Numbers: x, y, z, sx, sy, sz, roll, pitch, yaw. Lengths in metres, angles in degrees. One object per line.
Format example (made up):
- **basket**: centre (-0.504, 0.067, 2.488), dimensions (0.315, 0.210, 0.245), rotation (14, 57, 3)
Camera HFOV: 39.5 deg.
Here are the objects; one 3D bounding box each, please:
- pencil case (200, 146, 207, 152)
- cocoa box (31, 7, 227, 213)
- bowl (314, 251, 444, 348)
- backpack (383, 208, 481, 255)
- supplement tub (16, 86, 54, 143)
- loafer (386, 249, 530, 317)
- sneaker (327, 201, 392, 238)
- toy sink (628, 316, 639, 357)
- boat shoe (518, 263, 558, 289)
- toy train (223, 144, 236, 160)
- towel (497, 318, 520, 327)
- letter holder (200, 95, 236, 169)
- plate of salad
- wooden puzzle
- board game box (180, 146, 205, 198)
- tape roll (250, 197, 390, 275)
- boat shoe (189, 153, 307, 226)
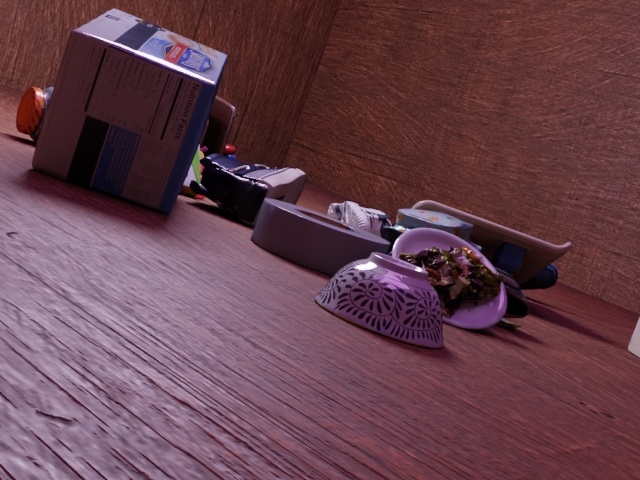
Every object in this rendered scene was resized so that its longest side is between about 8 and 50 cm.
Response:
- **pencil case**: centre (-0.365, -0.189, 1.887), dimensions (0.236, 0.104, 0.104), rotation (19, 5, 6)
- **cocoa box**: centre (-0.302, -0.225, 1.488), dimensions (0.228, 0.231, 0.347), rotation (20, 17, -9)
- **bowl**: centre (0.085, 0.064, 1.093), dimensions (0.170, 0.080, 0.170), rotation (20, 6, -2)
- **backpack**: centre (0.216, 0.017, 1.696), dimensions (0.166, 0.144, 0.188), rotation (17, 0, 32)
- **supplement tub**: centre (-0.490, -0.230, 1.751), dimensions (0.190, 0.117, 0.117), rotation (15, 8, -37)
- **loafer**: centre (0.228, 0.071, 1.446), dimensions (0.267, 0.096, 0.084), rotation (13, 18, -26)
- **sneaker**: centre (0.112, -0.029, 2.005), dimensions (0.153, 0.094, 0.235), rotation (9, -2, -15)
- **toy sink**: centre (0.719, 0.201, 1.697), dimensions (0.153, 0.131, 0.234), rotation (19, 6, -4)
- **boat shoe**: centre (0.458, 0.084, 2.213), dimensions (0.258, 0.109, 0.089), rotation (4, 10, 11)
- **toy train**: centre (-0.283, -0.194, 2.262), dimensions (0.143, 0.105, 0.248), rotation (1, 17, -41)
- **towel**: centre (0.297, 0.133, 1.512), dimensions (0.083, 0.009, 0.060), rotation (14, 7, -45)
- **letter holder**: centre (-0.366, -0.275, 2.111), dimensions (0.302, 0.214, 0.152), rotation (25, 8, 42)
- **plate of salad**: centre (0.202, 0.049, 1.356), dimensions (0.200, 0.048, 0.200), rotation (17, 43, -17)
- **wooden puzzle**: centre (0.345, 0.029, 1.993), dimensions (0.348, 0.080, 0.322), rotation (16, -15, 1)
- **board game box**: centre (-0.334, -0.168, 1.741), dimensions (0.259, 0.124, 0.039), rotation (18, -38, -36)
- **tape roll**: centre (0.000, 0.000, 1.456), dimensions (0.219, 0.072, 0.219), rotation (20, 6, -2)
- **boat shoe**: centre (-0.138, -0.115, 1.775), dimensions (0.158, 0.127, 0.340), rotation (28, 7, 8)
